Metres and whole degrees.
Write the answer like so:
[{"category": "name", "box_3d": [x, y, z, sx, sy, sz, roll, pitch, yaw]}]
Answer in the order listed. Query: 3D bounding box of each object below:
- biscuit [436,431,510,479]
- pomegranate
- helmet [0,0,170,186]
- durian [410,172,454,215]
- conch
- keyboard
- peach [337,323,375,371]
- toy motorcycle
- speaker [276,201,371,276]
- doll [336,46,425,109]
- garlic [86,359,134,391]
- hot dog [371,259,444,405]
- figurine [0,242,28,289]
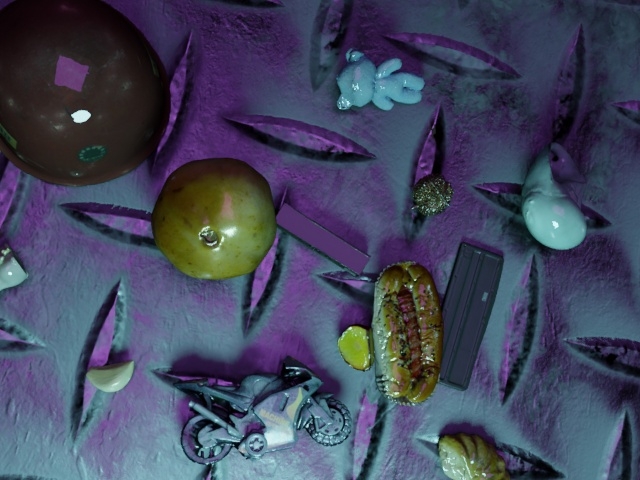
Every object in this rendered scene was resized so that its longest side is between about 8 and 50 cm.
[{"category": "biscuit", "box_3d": [0.293, 0.432, 1.586, 0.118, 0.061, 0.183, -24, 86, -13]}, {"category": "pomegranate", "box_3d": [-0.185, -0.035, 1.486, 0.233, 0.233, 0.233, 1, 82, -9]}, {"category": "helmet", "box_3d": [-0.440, -0.296, 1.483, 0.338, 0.230, 0.385, -27, 89, -11]}, {"category": "durian", "box_3d": [0.210, -0.086, 1.637, 0.091, 0.080, 0.080, -29, 88, -2]}, {"category": "conch", "box_3d": [0.442, -0.086, 1.631, 0.121, 0.185, 0.221, -1, 40, 18]}, {"category": "keyboard", "box_3d": [0.290, 0.093, 1.650, 0.103, 0.041, 0.381, 20, 86, -7]}, {"category": "peach", "box_3d": [0.075, 0.196, 1.586, 0.083, 0.050, 0.077, 45, 100, 8]}, {"category": "toy motorcycle", "box_3d": [-0.101, 0.297, 1.521, 0.307, 0.108, 0.173, -6, 74, -9]}, {"category": "speaker", "box_3d": [0.000, 0.000, 1.608, 0.191, 0.040, 0.046, 32, 80, -4]}, {"category": "doll", "box_3d": [0.112, -0.306, 1.659, 0.180, 0.075, 0.120, -1, 113, -30]}, {"category": "garlic", "box_3d": [-0.369, 0.240, 1.513, 0.083, 0.041, 0.053, -5, 78, -3]}, {"category": "hot dog", "box_3d": [0.162, 0.169, 1.585, 0.144, 0.075, 0.268, 0, 78, -20]}, {"category": "figurine", "box_3d": [-0.590, 0.061, 1.479, 0.146, 0.081, 0.098, -29, 124, -12]}]
